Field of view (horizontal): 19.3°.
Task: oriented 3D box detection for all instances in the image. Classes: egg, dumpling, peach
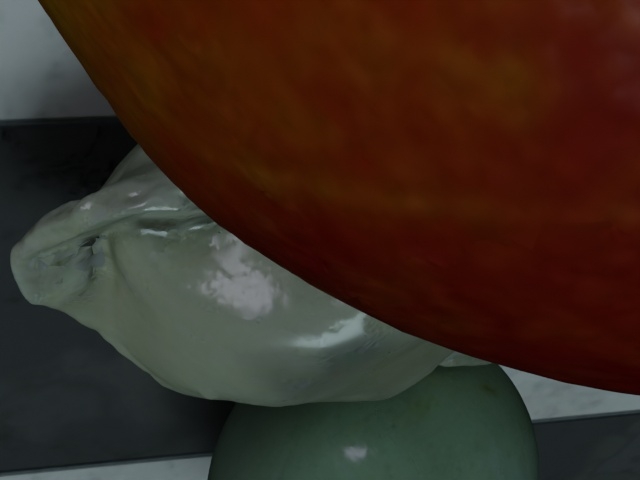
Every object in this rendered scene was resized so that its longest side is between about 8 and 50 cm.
[{"bbox_3d":[0.022,0.118,0.891,0.149,0.149,0.192,2,144,-25],"label":"egg"},{"bbox_3d":[0.000,0.000,0.750,0.250,0.132,0.162,4,141,-28],"label":"dumpling"},{"bbox_3d":[0.115,-0.149,0.422,0.388,0.388,0.388,-12,142,-9],"label":"peach"}]
